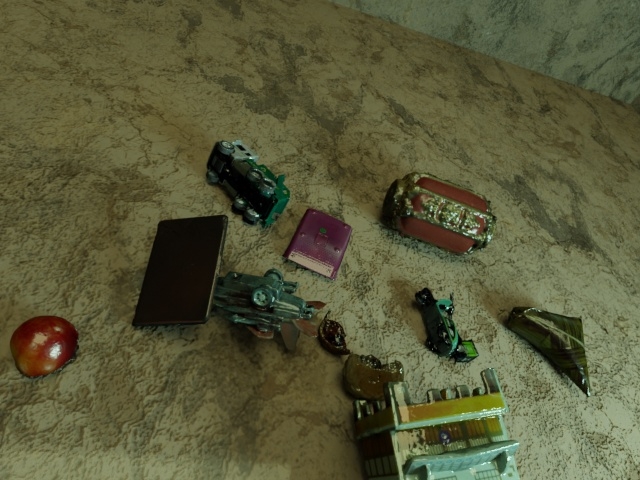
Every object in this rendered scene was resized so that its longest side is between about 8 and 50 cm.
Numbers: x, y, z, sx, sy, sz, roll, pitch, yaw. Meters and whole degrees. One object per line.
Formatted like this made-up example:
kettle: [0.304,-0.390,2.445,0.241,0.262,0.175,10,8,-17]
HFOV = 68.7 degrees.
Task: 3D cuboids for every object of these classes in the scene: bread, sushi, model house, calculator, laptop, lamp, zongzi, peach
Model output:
bread: [0.091,0.247,0.849,0.113,0.082,0.060,17,4,-14]
sushi: [0.024,0.182,0.896,0.051,0.047,0.099,-17,57,-32]
model house: [0.172,0.328,0.711,0.225,0.198,0.215,-1,61,-17]
calculator: [0.000,0.000,1.064,0.127,0.034,0.190,24,43,-1]
laptop: [-0.242,0.051,0.825,0.154,0.026,0.207,-5,60,15]
lamp: [0.296,-0.067,1.171,0.274,0.177,0.177,19,45,-5]
zongzi: [0.507,0.242,1.050,0.188,0.084,0.184,13,55,-4]
peach: [-0.417,0.152,0.708,0.098,0.061,0.098,9,44,-9]

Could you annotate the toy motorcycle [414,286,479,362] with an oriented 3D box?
toy motorcycle: [0.264,0.177,1.007,0.100,0.058,0.173,8,48,-28]

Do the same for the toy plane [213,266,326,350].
toy plane: [-0.152,0.095,0.854,0.327,0.104,0.223,22,17,0]

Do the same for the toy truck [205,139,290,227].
toy truck: [-0.156,-0.136,1.069,0.216,0.110,0.116,45,34,19]
